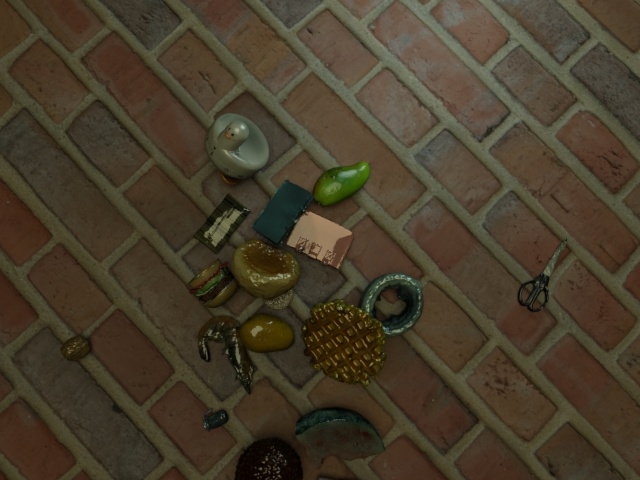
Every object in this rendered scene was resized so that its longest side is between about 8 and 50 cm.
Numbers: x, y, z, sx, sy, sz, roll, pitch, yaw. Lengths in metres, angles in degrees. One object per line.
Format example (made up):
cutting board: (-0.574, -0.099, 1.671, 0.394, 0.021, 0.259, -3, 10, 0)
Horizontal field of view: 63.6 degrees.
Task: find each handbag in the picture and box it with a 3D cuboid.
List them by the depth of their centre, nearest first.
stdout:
handbag: (-0.132, -0.097, 1.829, 0.144, 0.057, 0.221, 33, 83, 37)
handbag: (0.000, 0.000, 1.850, 0.212, 0.059, 0.157, 25, 83, 4)

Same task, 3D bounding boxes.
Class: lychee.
lychee: (-0.166, 0.760, 1.678, 0.235, 0.271, 0.236, 10, 43, -10)

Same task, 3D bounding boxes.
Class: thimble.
thimble: (0.244, 0.217, 1.770, 0.250, 0.172, 0.205, -37, 83, -2)

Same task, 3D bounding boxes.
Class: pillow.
pillow: (-0.356, -0.061, 1.867, 0.113, 0.038, 0.203, 37, 84, 4)

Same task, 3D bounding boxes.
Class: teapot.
teapot: (-0.366, 0.616, 1.786, 0.083, 0.049, 0.064, -26, 84, -3)

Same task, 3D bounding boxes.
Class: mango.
mango: (-0.185, 0.329, 1.797, 0.195, 0.098, 0.137, 19, 85, -11)
mango: (0.072, -0.210, 1.848, 0.232, 0.111, 0.125, -35, 92, -3)

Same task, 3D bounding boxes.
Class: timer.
timer: (-0.279, -0.338, 1.792, 0.240, 0.233, 0.234, -33, 83, 41)

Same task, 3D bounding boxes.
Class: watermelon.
watermelon: (0.056, 0.670, 1.761, 0.318, 0.148, 0.226, 15, 102, -12)

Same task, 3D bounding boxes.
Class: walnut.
walnut: (-0.854, 0.377, 1.801, 0.096, 0.082, 0.079, -27, 112, -4)

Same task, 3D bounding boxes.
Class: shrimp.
shrimp: (-0.334, 0.411, 1.810, 0.169, 0.058, 0.296, -19, 79, 3)

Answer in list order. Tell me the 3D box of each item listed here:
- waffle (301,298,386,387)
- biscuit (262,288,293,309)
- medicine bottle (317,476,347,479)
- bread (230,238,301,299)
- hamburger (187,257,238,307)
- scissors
waffle: (0.070, 0.339, 1.726, 0.324, 0.068, 0.302, 13, 111, 25)
biscuit: (-0.154, 0.189, 1.850, 0.120, 0.015, 0.120, 0, 84, 0)
medicine bottle: (0.083, 0.855, 1.743, 0.203, 0.083, 0.084, 13, 84, 0)
bread: (-0.193, 0.105, 1.774, 0.244, 0.244, 0.134, 17, 125, 2)
hamburger: (-0.362, 0.155, 1.784, 0.175, 0.175, 0.137, -41, 98, -4)
scissors: (0.816, 0.117, 1.856, 0.109, 0.022, 0.300, 33, 84, 0)
